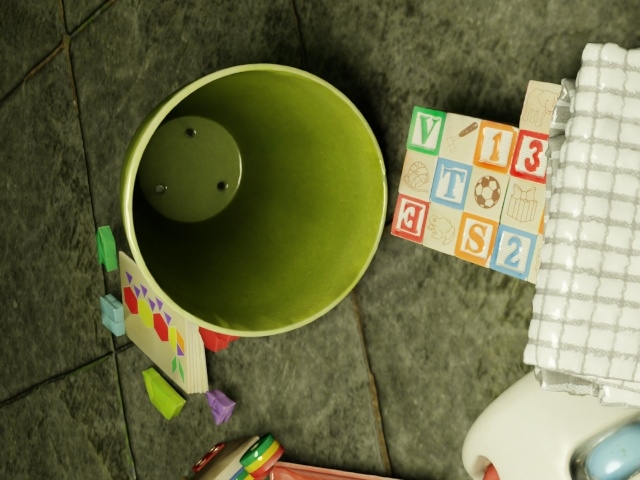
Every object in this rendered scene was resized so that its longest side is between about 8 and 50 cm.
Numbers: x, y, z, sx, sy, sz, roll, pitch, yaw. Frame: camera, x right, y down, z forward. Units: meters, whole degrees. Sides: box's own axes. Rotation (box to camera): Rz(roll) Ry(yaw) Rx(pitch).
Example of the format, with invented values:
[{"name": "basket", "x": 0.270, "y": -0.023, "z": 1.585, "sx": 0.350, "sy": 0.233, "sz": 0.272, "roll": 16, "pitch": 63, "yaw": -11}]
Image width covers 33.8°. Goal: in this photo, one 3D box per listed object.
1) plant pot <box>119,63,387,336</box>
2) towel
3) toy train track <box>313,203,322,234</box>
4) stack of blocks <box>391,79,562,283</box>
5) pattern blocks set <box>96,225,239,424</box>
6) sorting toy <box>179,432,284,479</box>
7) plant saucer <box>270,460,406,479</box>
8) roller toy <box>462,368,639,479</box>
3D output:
[{"name": "plant pot", "x": -0.112, "y": -0.063, "z": 1.174, "sx": 0.293, "sy": 0.274, "sz": 0.275, "roll": -154, "pitch": 72, "yaw": -65}, {"name": "towel", "x": 0.286, "y": 0.004, "z": 0.728, "sx": 0.121, "sy": 0.283, "sz": 0.235, "roll": 128, "pitch": 149, "yaw": -89}, {"name": "toy train track", "x": 0.000, "y": 0.000, "z": 1.213, "sx": 0.048, "sy": 0.014, "sz": 0.083, "roll": -13, "pitch": 73, "yaw": 51}, {"name": "stack of blocks", "x": 0.209, "y": -0.051, "z": 0.935, "sx": 0.297, "sy": 0.087, "sz": 0.171, "roll": 20, "pitch": 103, "yaw": 46}, {"name": "pattern blocks set", "x": -0.202, "y": 0.106, "z": 1.359, "sx": 0.325, "sy": 0.026, "sz": 0.285, "roll": 41, "pitch": 137, "yaw": 37}, {"name": "sorting toy", "x": -0.123, "y": 0.290, "z": 1.218, "sx": 0.046, "sy": 0.132, "sz": 0.274, "roll": 49, "pitch": 157, "yaw": -4}, {"name": "plant saucer", "x": 0.048, "y": 0.374, "z": 1.124, "sx": 0.258, "sy": 0.047, "sz": 0.259, "roll": -5, "pitch": 86, "yaw": 47}, {"name": "roller toy", "x": 0.222, "y": 0.181, "z": 0.837, "sx": 0.209, "sy": 0.191, "sz": 0.146, "roll": -51, "pitch": 55, "yaw": 33}]
